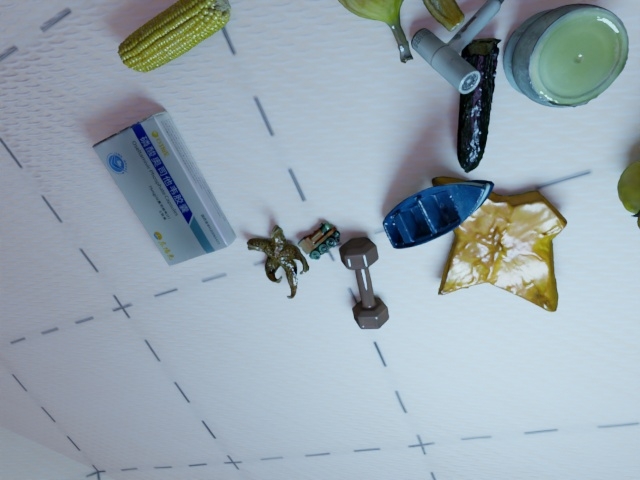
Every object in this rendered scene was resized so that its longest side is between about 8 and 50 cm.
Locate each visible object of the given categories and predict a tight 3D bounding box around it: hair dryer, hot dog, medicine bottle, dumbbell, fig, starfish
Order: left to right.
[{"bbox_3d":[-0.091,0.052,0.998,0.146,0.074,0.190,-18,110,34],"label":"starfish"},{"bbox_3d":[0.106,0.105,0.977,0.092,0.082,0.231,-6,115,16],"label":"dumbbell"},{"bbox_3d":[0.087,-0.411,0.676,0.143,0.160,0.230,-20,123,-25],"label":"fig"},{"bbox_3d":[0.196,-0.411,0.689,0.044,0.028,0.137,-36,79,31],"label":"hot dog"},{"bbox_3d":[0.266,-0.351,0.684,0.183,0.155,0.044,-36,148,14],"label":"hair dryer"},{"bbox_3d":[0.386,-0.297,0.658,0.147,0.143,0.147,4,119,7],"label":"medicine bottle"}]

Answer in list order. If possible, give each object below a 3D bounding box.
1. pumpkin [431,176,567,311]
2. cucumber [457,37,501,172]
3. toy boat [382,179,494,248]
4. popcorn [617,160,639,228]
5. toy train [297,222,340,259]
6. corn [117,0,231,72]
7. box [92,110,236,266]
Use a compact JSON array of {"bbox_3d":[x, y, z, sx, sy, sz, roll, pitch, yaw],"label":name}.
[{"bbox_3d":[0.366,0.003,0.850,0.258,0.095,0.290,2,114,19],"label":"pumpkin"},{"bbox_3d":[0.288,-0.239,0.759,0.067,0.067,0.245,2,116,13],"label":"cucumber"},{"bbox_3d":[0.222,-0.055,0.784,0.096,0.062,0.299,67,155,5],"label":"toy boat"},{"bbox_3d":[0.666,-0.078,0.660,0.297,0.281,0.316,22,161,44],"label":"popcorn"},{"bbox_3d":[0.000,0.000,0.974,0.103,0.044,0.064,-40,91,28],"label":"toy train"},{"bbox_3d":[-0.288,-0.412,0.808,0.248,0.081,0.081,-20,111,21],"label":"corn"},{"bbox_3d":[-0.372,-0.114,0.994,0.200,0.065,0.343,-17,112,22],"label":"box"}]
